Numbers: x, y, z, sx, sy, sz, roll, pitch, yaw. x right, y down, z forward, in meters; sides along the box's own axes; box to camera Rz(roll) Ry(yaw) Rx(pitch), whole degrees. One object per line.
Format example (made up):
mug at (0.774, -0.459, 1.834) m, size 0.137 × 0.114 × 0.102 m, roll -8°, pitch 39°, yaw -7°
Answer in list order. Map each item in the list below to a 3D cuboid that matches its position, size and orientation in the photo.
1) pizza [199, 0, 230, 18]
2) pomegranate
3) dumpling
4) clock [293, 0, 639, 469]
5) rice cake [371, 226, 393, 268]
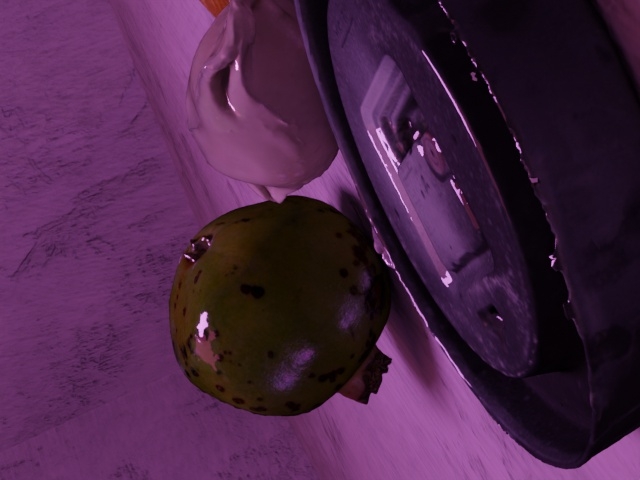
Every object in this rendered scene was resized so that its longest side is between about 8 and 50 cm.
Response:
pizza at (-0.106, -0.286, 1.398) m, size 0.134 × 0.056 × 0.271 m, roll 65°, pitch 173°, yaw -10°
pomegranate at (-0.033, 0.080, 1.403) m, size 0.270 × 0.254 × 0.254 m, roll 34°, pitch 175°, yaw -8°
dumpling at (-0.037, -0.145, 1.117) m, size 0.258 × 0.147 × 0.193 m, roll 60°, pitch -137°, yaw -63°
clock at (0.092, -0.049, 0.781) m, size 0.386 × 0.076 × 0.386 m, roll 63°, pitch 171°, yaw 17°
rice cake at (0.046, -0.082, 1.065) m, size 0.055 × 0.049 × 0.270 m, roll 23°, pitch 142°, yaw 44°
